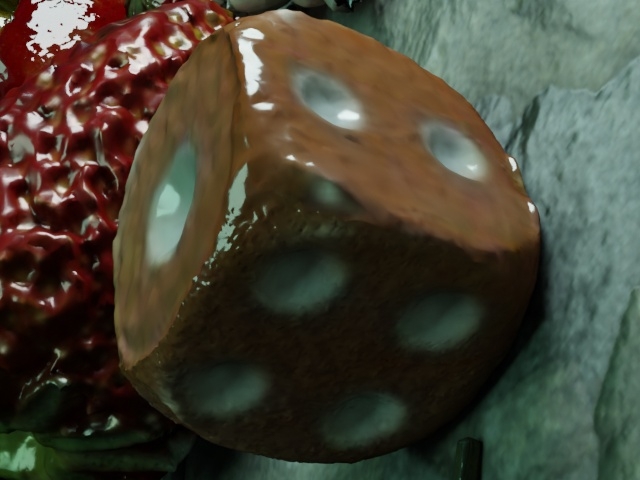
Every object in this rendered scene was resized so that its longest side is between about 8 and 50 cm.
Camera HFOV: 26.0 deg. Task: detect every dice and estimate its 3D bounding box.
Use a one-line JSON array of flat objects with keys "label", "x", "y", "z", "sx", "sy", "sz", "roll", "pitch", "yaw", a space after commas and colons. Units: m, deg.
[{"label": "dice", "x": 0.000, "y": 0.000, "z": 0.727, "sx": 0.174, "sy": 0.179, "sz": 0.175, "roll": -57, "pitch": 26, "yaw": 32}]

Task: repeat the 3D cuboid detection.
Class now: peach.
[{"label": "peach", "x": -0.229, "y": -0.179, "z": 1.300, "sx": 0.159, "sy": 0.154, "sz": 0.267, "roll": 129, "pitch": 156, "yaw": -55}]

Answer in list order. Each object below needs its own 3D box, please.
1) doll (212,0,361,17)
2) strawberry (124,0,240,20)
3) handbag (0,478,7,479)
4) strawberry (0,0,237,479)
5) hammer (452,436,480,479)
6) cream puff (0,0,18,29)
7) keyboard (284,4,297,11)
[{"label": "doll", "x": -0.020, "y": -0.216, "z": 0.976, "sx": 0.192, "sy": 0.095, "sz": 0.149, "roll": -8, "pitch": 75, "yaw": 60}, {"label": "strawberry", "x": -0.113, "y": -0.216, "z": 1.168, "sx": 0.145, "sy": 0.086, "sz": 0.145, "roll": -39, "pitch": 44, "yaw": 52}, {"label": "handbag", "x": -0.291, "y": 0.157, "z": 1.207, "sx": 0.254, "sy": 0.181, "sz": 0.181, "roll": -107, "pitch": 34, "yaw": -47}, {"label": "strawberry", "x": -0.163, "y": 0.003, "z": 0.982, "sx": 0.292, "sy": 0.292, "sz": 0.343, "roll": -26, "pitch": 36, "yaw": 57}, {"label": "hammer", "x": 0.052, "y": 0.231, "z": 0.643, "sx": 0.029, "sy": 0.058, "sz": 0.292, "roll": -24, "pitch": 50, "yaw": 51}, {"label": "cream puff", "x": -0.344, "y": -0.304, "z": 1.608, "sx": 0.269, "sy": 0.155, "sz": 0.241, "roll": -3, "pitch": 78, "yaw": 56}, {"label": "keyboard", "x": -0.066, "y": -0.126, "z": 1.103, "sx": 0.176, "sy": 0.014, "sz": 0.055, "roll": -32, "pitch": 47, "yaw": 54}]
